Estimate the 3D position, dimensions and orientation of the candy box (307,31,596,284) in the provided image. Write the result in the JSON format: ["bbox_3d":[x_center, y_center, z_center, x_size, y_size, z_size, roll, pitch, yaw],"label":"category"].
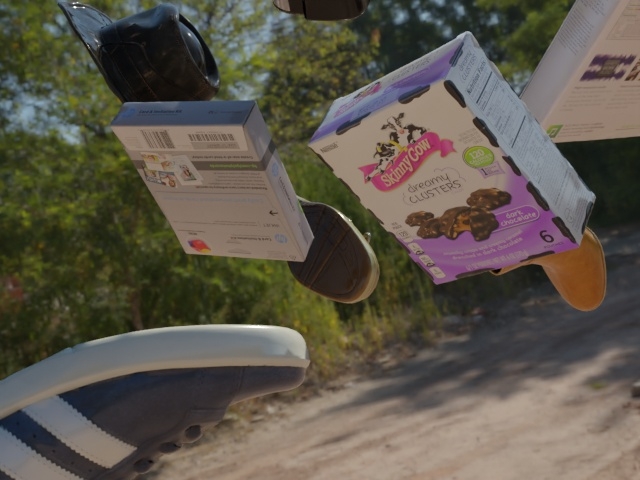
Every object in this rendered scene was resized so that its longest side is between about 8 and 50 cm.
[{"bbox_3d":[0.115,-0.063,0.763,0.165,0.196,0.070,-20,32,46],"label":"candy box"}]

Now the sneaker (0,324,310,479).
[{"bbox_3d":[-0.164,0.148,0.501,0.350,0.148,0.131,-14,-10,-13],"label":"sneaker"}]

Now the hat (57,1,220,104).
[{"bbox_3d":[-0.242,-0.279,1.310,0.134,0.331,0.331,-40,-5,10],"label":"hat"}]

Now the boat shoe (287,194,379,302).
[{"bbox_3d":[0.000,0.000,1.146,0.089,0.104,0.285,24,12,-40],"label":"boat shoe"}]

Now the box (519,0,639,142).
[{"bbox_3d":[0.374,-0.244,0.941,0.232,0.058,0.322,-7,-37,-29],"label":"box"}]

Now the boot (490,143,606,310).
[{"bbox_3d":[0.300,0.010,1.222,0.104,0.295,0.211,-8,19,44],"label":"boot"}]

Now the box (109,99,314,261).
[{"bbox_3d":[-0.101,-0.055,0.845,0.145,0.186,0.038,3,49,25],"label":"box"}]

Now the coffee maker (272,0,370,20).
[{"bbox_3d":[0.009,-0.328,0.923,0.171,0.120,0.178,26,-22,27],"label":"coffee maker"}]
